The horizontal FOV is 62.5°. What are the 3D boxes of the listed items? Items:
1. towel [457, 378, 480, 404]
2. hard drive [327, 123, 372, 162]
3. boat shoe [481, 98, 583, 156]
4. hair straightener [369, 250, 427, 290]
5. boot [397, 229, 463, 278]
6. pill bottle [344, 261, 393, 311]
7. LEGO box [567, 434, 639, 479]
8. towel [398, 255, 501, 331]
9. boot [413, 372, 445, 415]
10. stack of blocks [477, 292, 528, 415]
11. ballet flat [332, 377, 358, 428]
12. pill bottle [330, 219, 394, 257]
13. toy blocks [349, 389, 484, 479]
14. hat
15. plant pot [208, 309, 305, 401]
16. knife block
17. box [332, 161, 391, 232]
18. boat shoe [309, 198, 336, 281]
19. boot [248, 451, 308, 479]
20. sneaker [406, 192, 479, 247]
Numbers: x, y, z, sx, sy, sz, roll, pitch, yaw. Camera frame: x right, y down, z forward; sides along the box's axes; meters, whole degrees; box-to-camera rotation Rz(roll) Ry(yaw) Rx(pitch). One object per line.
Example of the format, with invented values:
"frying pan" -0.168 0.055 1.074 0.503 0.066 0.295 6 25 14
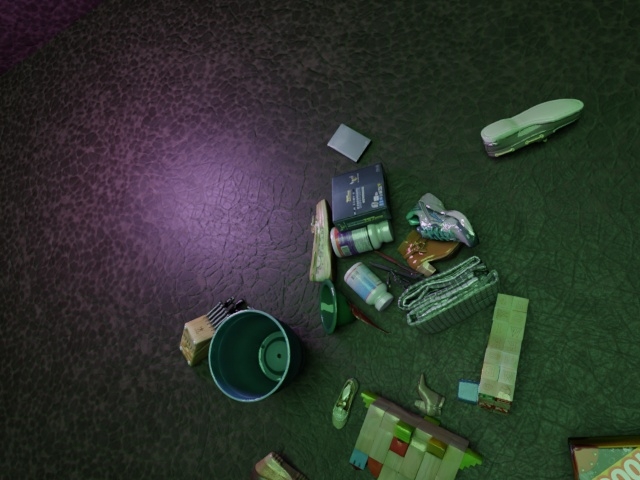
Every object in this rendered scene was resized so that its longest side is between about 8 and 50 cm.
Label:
"towel" 0.468 0.455 1.563 0.119 0.029 0.067 8 80 21
"hard drive" 0.105 -0.346 1.881 0.135 0.022 0.094 35 91 23
"boat shoe" 0.661 -0.350 1.645 0.305 0.091 0.109 -19 35 13
"hair straightener" 0.250 0.115 1.694 0.230 0.047 0.089 28 89 31
"boot" 0.354 0.013 1.685 0.197 0.073 0.152 -44 62 1
"pill bottle" 0.159 0.152 1.713 0.087 0.087 0.160 -47 67 5
"LEGO box" 0.901 0.670 1.268 0.500 0.193 0.372 -10 74 18
"towel" 0.383 0.159 1.553 0.284 0.235 0.121 -32 63 10
"boot" 0.335 0.472 1.605 0.087 0.042 0.118 10 82 15
"stack of blocks" 0.518 0.323 1.496 0.087 0.171 0.297 10 63 21
"ballet flat" 0.071 0.518 1.679 0.057 0.052 0.168 17 84 22
"pill bottle" 0.140 -0.015 1.746 0.194 0.108 0.108 -14 73 16
"toy blocks" 0.244 0.648 1.538 0.381 0.191 0.260 22 97 22
"hat" 0.107 0.227 1.738 0.184 0.173 0.208 0 68 -17
"plant pot" -0.173 0.369 1.692 0.272 0.255 0.271 -5 76 20
"knife block" -0.363 0.315 1.878 0.088 0.242 0.275 54 143 23
"box" 0.132 -0.145 1.753 0.183 0.059 0.232 -15 44 17
"boat shoe" 0.000 0.000 1.796 0.089 0.104 0.285 -6 77 16
"boot" -0.133 0.826 1.683 0.248 0.090 0.207 40 105 22
"sneaker" 0.372 -0.036 1.624 0.122 0.110 0.283 -38 36 -5
